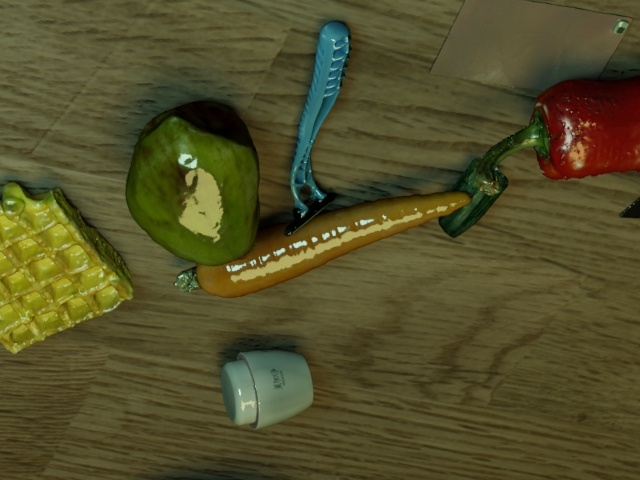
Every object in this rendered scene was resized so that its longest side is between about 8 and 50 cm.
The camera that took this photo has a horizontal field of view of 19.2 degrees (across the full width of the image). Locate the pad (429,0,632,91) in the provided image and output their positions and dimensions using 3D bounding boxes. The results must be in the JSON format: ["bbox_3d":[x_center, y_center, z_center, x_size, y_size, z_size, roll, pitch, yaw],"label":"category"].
[{"bbox_3d":[0.215,-0.197,1.925,0.187,0.006,0.113,7,135,-21],"label":"pad"}]

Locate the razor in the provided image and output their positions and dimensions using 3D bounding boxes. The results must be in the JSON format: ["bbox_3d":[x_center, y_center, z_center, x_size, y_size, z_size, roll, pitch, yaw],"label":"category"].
[{"bbox_3d":[-0.003,-0.117,1.925,0.082,0.042,0.253,-40,154,-39],"label":"razor"}]

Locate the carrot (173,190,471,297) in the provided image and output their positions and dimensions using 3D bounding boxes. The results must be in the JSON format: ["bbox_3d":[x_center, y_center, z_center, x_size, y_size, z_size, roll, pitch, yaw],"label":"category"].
[{"bbox_3d":[0.000,0.000,2.023,0.336,0.069,0.069,-17,138,8],"label":"carrot"}]

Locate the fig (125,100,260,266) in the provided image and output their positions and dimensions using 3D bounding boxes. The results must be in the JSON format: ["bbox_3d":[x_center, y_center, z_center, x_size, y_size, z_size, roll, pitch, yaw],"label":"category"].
[{"bbox_3d":[-0.123,-0.053,1.880,0.154,0.166,0.144,-14,-176,43],"label":"fig"}]

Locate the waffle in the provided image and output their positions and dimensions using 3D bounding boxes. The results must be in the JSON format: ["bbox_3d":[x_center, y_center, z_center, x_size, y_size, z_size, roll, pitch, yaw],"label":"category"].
[{"bbox_3d":[-0.315,0.019,1.976,0.160,0.055,0.211,-25,138,11],"label":"waffle"}]

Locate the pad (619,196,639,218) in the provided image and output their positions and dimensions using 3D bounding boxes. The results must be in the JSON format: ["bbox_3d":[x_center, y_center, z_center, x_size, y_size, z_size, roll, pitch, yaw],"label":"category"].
[{"bbox_3d":[0.505,-0.135,2.000,0.247,0.007,0.367,2,141,-51],"label":"pad"}]

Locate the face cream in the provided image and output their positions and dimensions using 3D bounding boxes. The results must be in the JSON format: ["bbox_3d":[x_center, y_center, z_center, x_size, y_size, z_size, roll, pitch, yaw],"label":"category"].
[{"bbox_3d":[-0.062,0.170,2.183,0.095,0.091,0.091,-10,139,-16],"label":"face cream"}]

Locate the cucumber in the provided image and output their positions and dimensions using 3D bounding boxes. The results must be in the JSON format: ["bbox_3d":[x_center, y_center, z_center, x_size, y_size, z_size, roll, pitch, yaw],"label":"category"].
[{"bbox_3d":[0.159,-0.043,2.047,0.048,0.048,0.105,14,133,-28],"label":"cucumber"}]

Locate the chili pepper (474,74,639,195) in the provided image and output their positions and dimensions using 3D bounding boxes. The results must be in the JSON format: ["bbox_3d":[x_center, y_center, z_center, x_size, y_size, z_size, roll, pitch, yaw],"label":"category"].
[{"bbox_3d":[0.333,-0.127,1.961,0.387,0.110,0.110,-11,138,-15],"label":"chili pepper"}]
